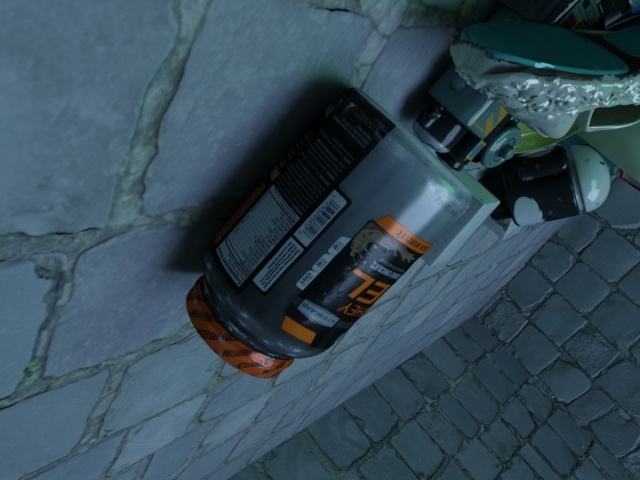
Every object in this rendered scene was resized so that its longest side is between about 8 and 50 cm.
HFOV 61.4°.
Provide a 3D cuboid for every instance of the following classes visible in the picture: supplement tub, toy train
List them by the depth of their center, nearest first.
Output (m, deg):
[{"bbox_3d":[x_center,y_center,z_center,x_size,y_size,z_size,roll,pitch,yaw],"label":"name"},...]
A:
[{"bbox_3d":[0.000,0.000,0.671,0.338,0.207,0.207,-47,158,14],"label":"supplement tub"},{"bbox_3d":[0.275,-0.248,0.782,0.334,0.142,0.190,-48,146,20],"label":"toy train"}]

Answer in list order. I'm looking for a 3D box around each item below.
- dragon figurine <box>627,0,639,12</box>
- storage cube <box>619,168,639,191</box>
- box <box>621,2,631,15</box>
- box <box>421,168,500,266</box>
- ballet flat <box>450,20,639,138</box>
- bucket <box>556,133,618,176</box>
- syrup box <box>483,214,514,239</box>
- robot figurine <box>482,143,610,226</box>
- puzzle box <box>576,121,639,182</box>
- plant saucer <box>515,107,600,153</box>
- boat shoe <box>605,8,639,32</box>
[{"bbox_3d":[0.509,-0.434,0.869,0.289,0.085,0.144,-44,158,2],"label":"dragon figurine"},{"bbox_3d":[0.867,-0.183,1.288,0.193,0.215,0.184,-55,154,15],"label":"storage cube"},{"bbox_3d":[0.636,-0.391,0.978,0.056,0.230,0.183,6,158,-1],"label":"box"},{"bbox_3d":[0.247,-0.054,1.087,0.091,0.130,0.170,-11,143,-51],"label":"box"},{"bbox_3d":[0.334,-0.190,0.667,0.409,0.146,0.147,-10,147,-21],"label":"ballet flat"},{"bbox_3d":[0.757,-0.308,1.395,0.281,0.183,0.281,-34,157,-17],"label":"bucket"},{"bbox_3d":[0.540,-0.098,1.546,0.096,0.093,0.237,-40,158,-6],"label":"syrup box"},{"bbox_3d":[0.541,-0.133,1.299,0.278,0.173,0.209,-13,-161,25],"label":"robot figurine"},{"bbox_3d":[0.730,-0.357,1.136,0.052,0.272,0.408,-13,145,-51],"label":"puzzle box"},{"bbox_3d":[0.397,-0.243,0.989,0.241,0.037,0.241,-7,155,-3],"label":"plant saucer"},{"bbox_3d":[0.504,-0.328,0.979,0.102,0.108,0.301,-17,172,-31],"label":"boat shoe"}]
